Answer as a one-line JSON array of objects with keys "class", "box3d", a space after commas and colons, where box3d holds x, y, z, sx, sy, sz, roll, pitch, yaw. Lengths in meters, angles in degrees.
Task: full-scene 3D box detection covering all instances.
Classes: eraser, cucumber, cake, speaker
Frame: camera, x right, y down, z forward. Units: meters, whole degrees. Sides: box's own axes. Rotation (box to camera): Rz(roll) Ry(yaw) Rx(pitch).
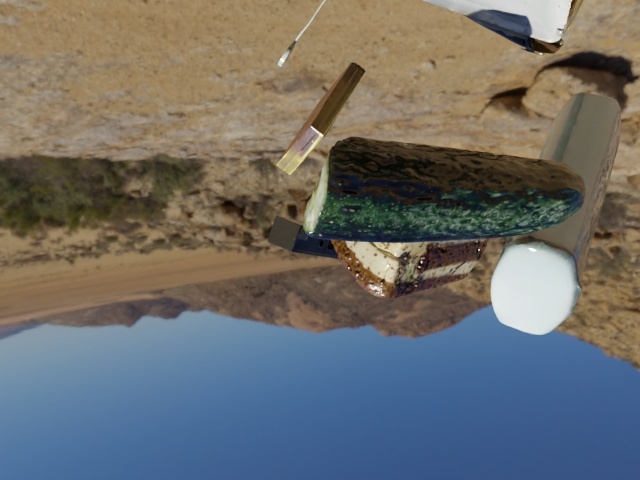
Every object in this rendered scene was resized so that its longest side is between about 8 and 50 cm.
[{"class": "eraser", "box3d": [0.318, -0.036, 0.803, 0.104, 0.290, 0.189, 16, 145, 24]}, {"class": "cucumber", "box3d": [0.102, -0.035, 0.457, 0.241, 0.074, 0.074, 1, 173, -23]}, {"class": "cake", "box3d": [0.149, 0.020, 0.812, 0.246, 0.112, 0.135, 17, -152, -26]}, {"class": "speaker", "box3d": [0.000, 0.000, 0.877, 0.046, 0.040, 0.191, 21, -175, 30]}]

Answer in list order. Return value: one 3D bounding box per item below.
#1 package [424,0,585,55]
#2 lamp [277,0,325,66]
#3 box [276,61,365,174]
[{"class": "package", "box3d": [0.230, -0.400, 0.855, 0.311, 0.165, 0.221, 29, -128, 22]}, {"class": "lamp", "box3d": [-0.009, -0.396, 1.117, 0.198, 0.056, 0.050, -49, -168, 25]}, {"class": "box", "box3d": [0.001, -0.148, 0.727, 0.090, 0.023, 0.133, -42, -164, 53]}]
